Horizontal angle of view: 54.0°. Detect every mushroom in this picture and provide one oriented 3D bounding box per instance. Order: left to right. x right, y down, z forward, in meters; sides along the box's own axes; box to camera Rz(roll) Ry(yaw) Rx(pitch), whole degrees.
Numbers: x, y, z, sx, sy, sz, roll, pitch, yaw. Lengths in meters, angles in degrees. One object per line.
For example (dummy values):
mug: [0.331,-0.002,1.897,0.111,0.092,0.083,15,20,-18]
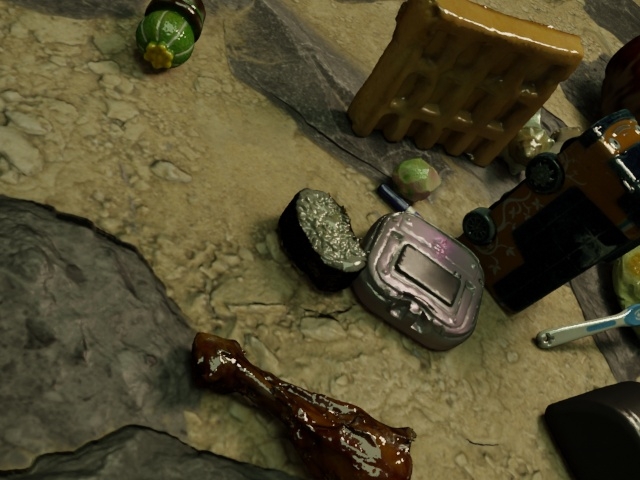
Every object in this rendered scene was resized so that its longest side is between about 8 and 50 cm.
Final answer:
mushroom: [0.544,-0.188,1.370,0.116,0.093,0.225,27,48,18]

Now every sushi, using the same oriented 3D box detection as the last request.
sushi: [0.000,0.000,0.904,0.090,0.078,0.150,-20,69,-33]

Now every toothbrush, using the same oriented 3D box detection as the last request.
toothbrush: [0.540,0.132,1.094,0.386,0.040,0.040,-11,61,-13]

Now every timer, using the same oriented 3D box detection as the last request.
timer: [0.156,0.056,0.964,0.208,0.069,0.191,33,49,-7]

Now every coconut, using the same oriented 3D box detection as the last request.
coconut: [0.161,-0.104,1.085,0.082,0.081,0.083,44,16,-47]

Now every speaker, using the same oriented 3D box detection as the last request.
speaker: [0.508,0.367,0.861,0.180,0.184,0.388,-5,58,-34]

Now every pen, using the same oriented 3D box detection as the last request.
pen: [0.175,-0.023,1.064,0.204,0.025,0.025,44,46,5]

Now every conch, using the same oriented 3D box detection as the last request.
conch: [0.412,-0.218,1.295,0.114,0.137,0.234,2,42,1]

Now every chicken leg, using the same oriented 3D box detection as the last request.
chicken leg: [-0.027,0.202,0.738,0.304,0.093,0.113,32,28,5]

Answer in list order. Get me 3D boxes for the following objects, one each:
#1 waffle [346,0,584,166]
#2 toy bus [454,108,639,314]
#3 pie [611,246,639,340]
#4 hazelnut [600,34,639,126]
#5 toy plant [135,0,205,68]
waffle: [0.253,-0.279,1.118,0.348,0.304,0.077,8,54,-25]
toy bus: [0.387,-0.038,1.001,0.162,0.323,0.194,-24,74,-41]
pie: [0.692,0.104,1.209,0.274,0.105,0.257,21,65,-3]
hazelnut: [0.903,-0.344,1.512,0.402,0.402,0.429,14,57,-23]
toy plant: [-0.240,-0.338,1.005,0.093,0.093,0.162,22,47,-15]
